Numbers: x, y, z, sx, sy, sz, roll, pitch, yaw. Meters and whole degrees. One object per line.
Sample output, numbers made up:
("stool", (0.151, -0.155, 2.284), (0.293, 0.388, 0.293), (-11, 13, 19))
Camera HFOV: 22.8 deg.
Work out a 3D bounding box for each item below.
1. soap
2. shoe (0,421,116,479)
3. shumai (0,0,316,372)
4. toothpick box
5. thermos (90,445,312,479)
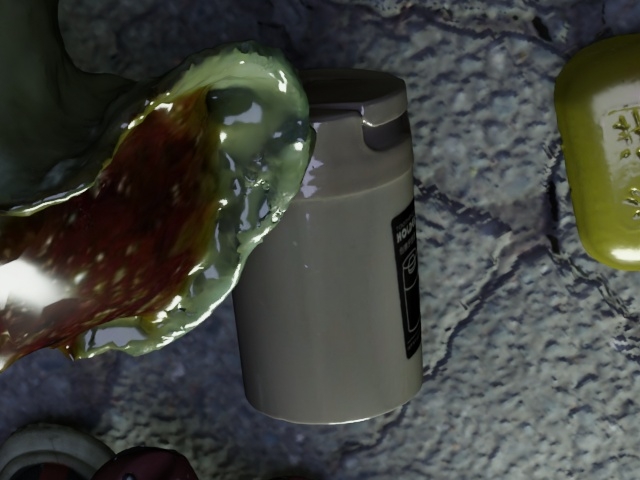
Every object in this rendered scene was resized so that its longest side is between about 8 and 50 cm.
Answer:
("soap", (0.182, -0.048, 0.899), (0.089, 0.045, 0.140), (-12, 108, 5))
("shoe", (-0.193, 0.227, 0.994), (0.099, 0.112, 0.227), (19, 108, -3))
("shumai", (-0.176, -0.041, 0.826), (0.289, 0.292, 0.330), (21, 142, -20))
("toothpick box", (0.000, 0.000, 0.897), (0.111, 0.111, 0.180), (-3, 110, 6))
("thermos", (-0.014, 0.243, 0.971), (0.136, 0.109, 0.330), (-40, 109, 0))
